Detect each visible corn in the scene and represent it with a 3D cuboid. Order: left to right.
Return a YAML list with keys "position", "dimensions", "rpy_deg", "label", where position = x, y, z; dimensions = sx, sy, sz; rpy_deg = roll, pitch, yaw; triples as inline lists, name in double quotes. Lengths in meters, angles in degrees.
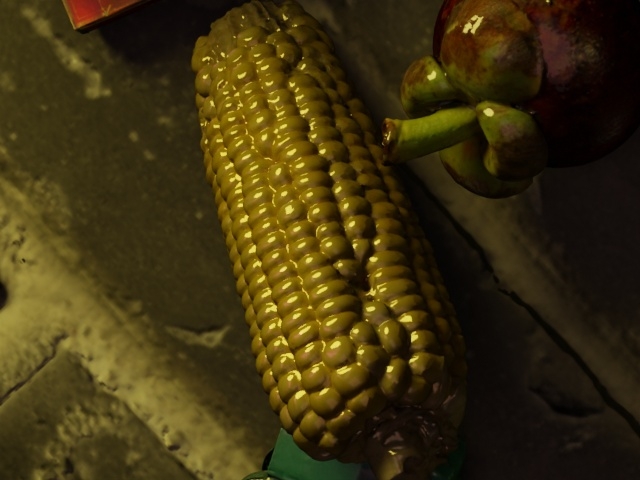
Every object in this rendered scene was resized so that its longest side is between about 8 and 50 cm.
- position: [0.000, 0.000, 1.215]
  dimensions: [0.130, 0.130, 0.347]
  rpy_deg: [-26, 63, 12]
  label: "corn"

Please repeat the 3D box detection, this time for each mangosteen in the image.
- position: [0.128, -0.097, 1.202]
  dimensions: [0.146, 0.181, 0.156]
  rpy_deg: [6, 131, 37]
  label: "mangosteen"

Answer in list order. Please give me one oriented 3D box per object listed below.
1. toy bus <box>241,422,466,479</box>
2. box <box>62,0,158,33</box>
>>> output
- position: [0.004, 0.225, 1.297]
  dimensions: [0.147, 0.128, 0.256]
  rpy_deg: [20, 102, 7]
  label: "toy bus"
- position: [-0.103, -0.222, 1.291]
  dimensions: [0.175, 0.048, 0.112]
  rpy_deg: [-21, 94, 11]
  label: "box"
